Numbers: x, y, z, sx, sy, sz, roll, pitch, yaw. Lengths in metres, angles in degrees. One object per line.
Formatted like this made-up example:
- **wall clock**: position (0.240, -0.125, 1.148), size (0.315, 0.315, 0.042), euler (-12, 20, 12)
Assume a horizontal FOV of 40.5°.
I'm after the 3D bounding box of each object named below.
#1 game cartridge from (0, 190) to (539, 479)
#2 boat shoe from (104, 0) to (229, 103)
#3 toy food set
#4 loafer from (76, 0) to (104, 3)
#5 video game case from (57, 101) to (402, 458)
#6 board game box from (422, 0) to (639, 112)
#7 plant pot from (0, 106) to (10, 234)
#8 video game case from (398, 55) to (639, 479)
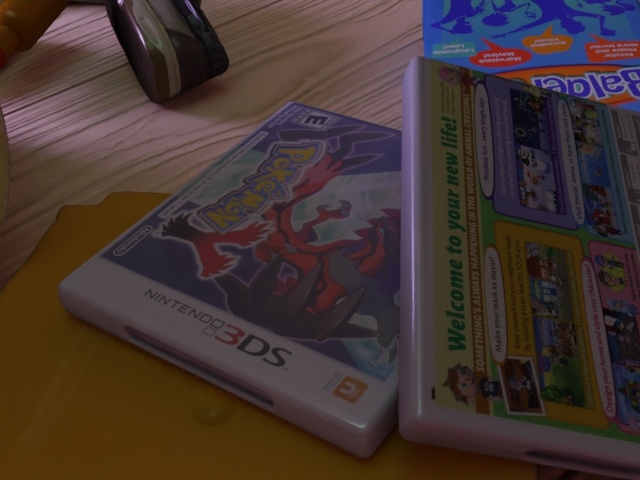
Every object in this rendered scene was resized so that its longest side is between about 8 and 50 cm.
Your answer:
- **game cartridge**: position (-0.045, 0.092, 0.400), size (0.285, 0.052, 0.323), euler (3, 39, 12)
- **boat shoe**: position (-0.135, -0.195, 0.725), size (0.073, 0.080, 0.223), euler (-11, 47, -19)
- **toy food set**: position (-0.342, -0.199, 0.721), size (0.232, 0.111, 0.104), euler (24, 50, -4)
- **loafer**: position (-0.246, -0.257, 0.830), size (0.148, 0.050, 0.056), euler (1, 39, 7)
- **video game case**: position (0.000, 0.000, 0.448), size (0.183, 0.023, 0.201), euler (20, 45, 29)
- **board game box**: position (0.152, -0.116, 0.608), size (0.160, 0.047, 0.210), euler (-2, 42, 6)
- **plant pot**: position (-0.318, -0.096, 0.519), size (0.276, 0.276, 0.254), euler (-13, 30, -6)
- **video game case**: position (0.131, 0.010, 0.408), size (0.193, 0.023, 0.212), euler (12, 51, -9)
